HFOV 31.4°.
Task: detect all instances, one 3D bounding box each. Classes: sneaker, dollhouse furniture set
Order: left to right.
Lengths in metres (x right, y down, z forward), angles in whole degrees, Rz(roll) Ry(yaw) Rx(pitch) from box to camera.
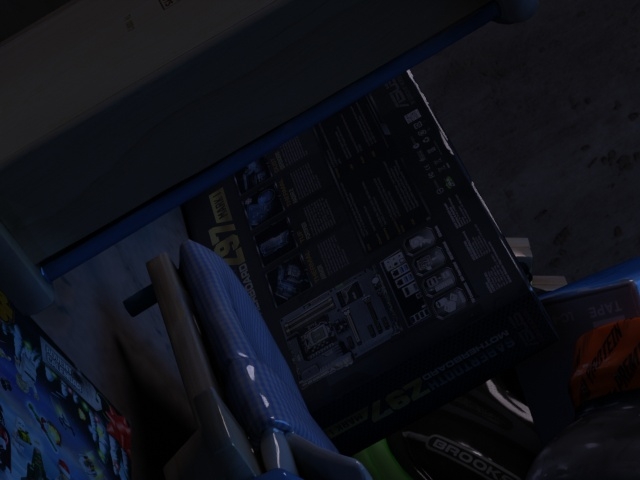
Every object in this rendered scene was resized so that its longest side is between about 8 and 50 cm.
[{"bbox_3d":[0.000,0.000,0.524,0.303,0.198,0.286,61,-1,-33],"label":"dollhouse furniture set"},{"bbox_3d":[0.124,0.103,0.949,0.185,0.202,0.483,56,10,-28],"label":"sneaker"}]

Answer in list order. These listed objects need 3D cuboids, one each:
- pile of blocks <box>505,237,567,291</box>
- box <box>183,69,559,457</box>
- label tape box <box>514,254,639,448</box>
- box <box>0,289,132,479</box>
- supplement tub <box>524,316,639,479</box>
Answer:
[{"bbox_3d":[0.217,0.169,1.069,0.149,0.112,0.362,84,6,-77],"label":"pile of blocks"},{"bbox_3d":[0.018,0.011,0.715,0.059,0.183,0.233,52,11,-43],"label":"box"},{"bbox_3d":[0.277,0.170,0.740,0.249,0.115,0.348,-16,88,-44],"label":"label tape box"},{"bbox_3d":[-0.110,0.053,0.369,0.137,0.027,0.094,55,9,-32],"label":"box"},{"bbox_3d":[0.183,0.214,0.494,0.207,0.207,0.338,44,50,-61],"label":"supplement tub"}]
